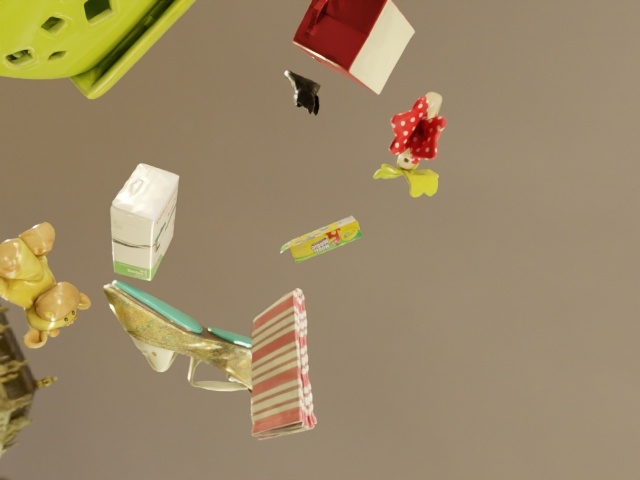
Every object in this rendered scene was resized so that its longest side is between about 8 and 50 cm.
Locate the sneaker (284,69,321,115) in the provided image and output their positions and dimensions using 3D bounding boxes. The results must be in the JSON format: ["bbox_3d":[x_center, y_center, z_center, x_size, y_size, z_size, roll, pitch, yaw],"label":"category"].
[{"bbox_3d":[-0.059,-0.439,1.218,0.170,0.051,0.089,35,-71,31],"label":"sneaker"}]

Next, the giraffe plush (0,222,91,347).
[{"bbox_3d":[-0.511,0.093,0.734,0.170,0.181,0.210,54,-28,-13],"label":"giraffe plush"}]

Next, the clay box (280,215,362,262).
[{"bbox_3d":[0.000,0.000,1.139,0.222,0.127,0.053,-23,-81,3],"label":"clay box"}]

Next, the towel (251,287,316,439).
[{"bbox_3d":[-0.062,0.187,0.620,0.144,0.029,0.197,-37,-132,43],"label":"towel"}]

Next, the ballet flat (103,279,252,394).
[{"bbox_3d":[-0.226,0.189,0.719,0.123,0.348,0.123,-39,-147,32],"label":"ballet flat"}]

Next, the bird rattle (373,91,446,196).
[{"bbox_3d":[0.194,-0.217,0.852,0.143,0.253,0.207,18,-114,17],"label":"bird rattle"}]

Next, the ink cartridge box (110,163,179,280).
[{"bbox_3d":[-0.400,-0.039,0.940,0.219,0.093,0.160,118,-15,-46],"label":"ink cartridge box"}]

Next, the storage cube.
[{"bbox_3d":[0.085,-0.512,1.029,0.193,0.215,0.183,39,-71,23],"label":"storage cube"}]

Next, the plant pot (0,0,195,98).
[{"bbox_3d":[-0.256,-0.288,0.379,0.228,0.207,0.227,-40,-96,11],"label":"plant pot"}]
